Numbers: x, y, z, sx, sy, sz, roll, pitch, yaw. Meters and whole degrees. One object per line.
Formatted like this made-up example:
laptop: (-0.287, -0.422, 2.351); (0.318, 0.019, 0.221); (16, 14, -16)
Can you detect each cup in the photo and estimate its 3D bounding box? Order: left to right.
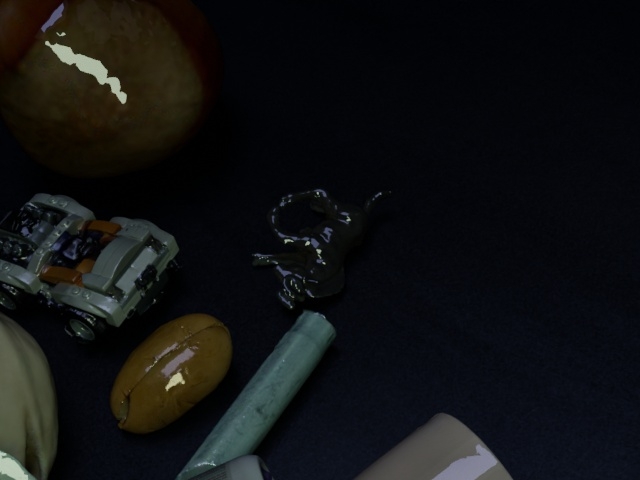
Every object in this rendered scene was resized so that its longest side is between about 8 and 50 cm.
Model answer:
cup: (0.095, 0.319, 1.572); (0.200, 0.191, 0.253); (-33, 20, -14)

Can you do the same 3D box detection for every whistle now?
whistle: (-0.082, 0.215, 1.773); (0.062, 0.062, 0.312); (19, 54, 27)

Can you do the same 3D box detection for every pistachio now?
pistachio: (-0.451, 0.191, 1.787); (0.332, 0.208, 0.226); (44, 111, 24)

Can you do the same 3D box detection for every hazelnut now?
hazelnut: (-0.326, -0.266, 2.102); (0.366, 0.365, 0.365); (-6, 46, 6)

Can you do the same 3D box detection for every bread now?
bread: (-0.194, 0.169, 1.810); (0.189, 0.077, 0.114); (-42, 72, -12)

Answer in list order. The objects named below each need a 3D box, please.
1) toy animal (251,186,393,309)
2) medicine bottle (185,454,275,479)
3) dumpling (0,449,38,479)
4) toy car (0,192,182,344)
toy animal: (0.000, 0.000, 1.960); (0.148, 0.084, 0.232); (32, 58, 20)
medicine bottle: (-0.145, 0.344, 1.607); (0.215, 0.135, 0.135); (-25, 47, 1)
dumpling: (-0.439, 0.365, 1.620); (0.321, 0.212, 0.270); (-6, 79, -15)
toy car: (-0.352, 0.029, 1.971); (0.301, 0.118, 0.193); (19, 56, 28)
